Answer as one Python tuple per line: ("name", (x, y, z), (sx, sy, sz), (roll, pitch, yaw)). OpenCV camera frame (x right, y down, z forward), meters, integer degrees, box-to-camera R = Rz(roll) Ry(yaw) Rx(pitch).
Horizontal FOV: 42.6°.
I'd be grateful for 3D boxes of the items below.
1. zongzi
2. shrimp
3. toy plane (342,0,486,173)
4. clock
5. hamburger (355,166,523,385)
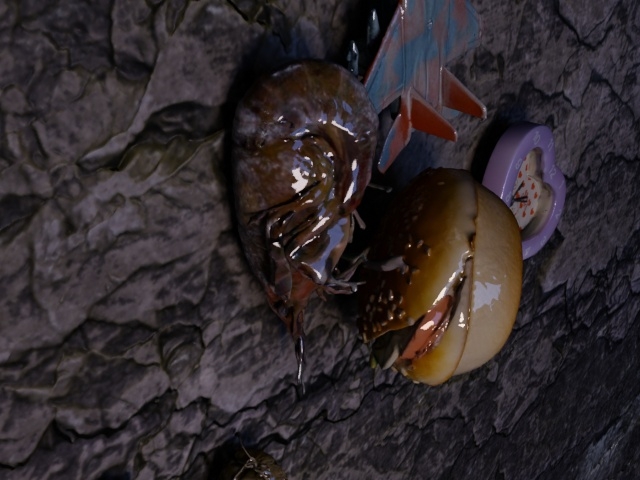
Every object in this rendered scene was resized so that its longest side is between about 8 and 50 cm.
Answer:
("zongzi", (-0.046, 0.284, 0.895), (0.184, 0.084, 0.187), (-23, 120, -58))
("shrimp", (-0.007, -0.002, 0.767), (0.145, 0.116, 0.343), (-11, 121, -19))
("toy plane", (0.084, -0.232, 0.773), (0.223, 0.104, 0.326), (-38, 128, -33))
("clock", (0.246, -0.052, 1.071), (0.172, 0.064, 0.198), (-54, 139, -17))
("hamburger", (0.117, 0.034, 0.852), (0.147, 0.237, 0.237), (10, 102, -14))
